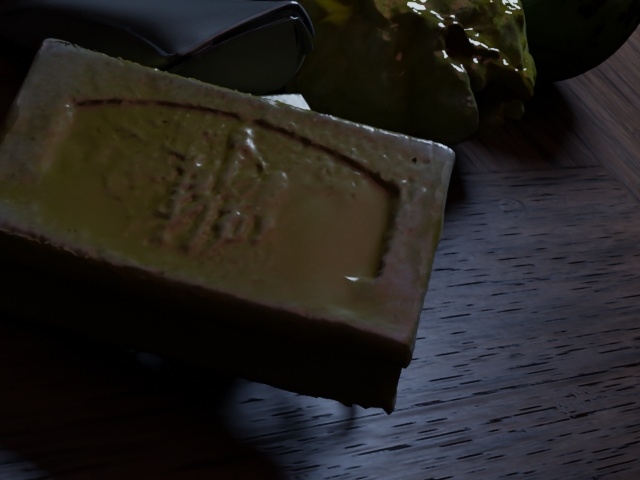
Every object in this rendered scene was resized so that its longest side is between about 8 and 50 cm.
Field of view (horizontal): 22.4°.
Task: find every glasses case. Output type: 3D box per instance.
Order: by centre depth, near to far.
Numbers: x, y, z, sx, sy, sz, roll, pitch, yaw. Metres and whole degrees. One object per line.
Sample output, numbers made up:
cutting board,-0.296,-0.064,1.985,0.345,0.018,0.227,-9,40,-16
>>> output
glasses case,-0.144,-0.156,1.294,0.128,0.083,0.308,-23,26,-35

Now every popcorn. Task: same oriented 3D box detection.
popcorn,0.083,-0.179,1.459,0.233,0.192,0.266,-5,29,-33

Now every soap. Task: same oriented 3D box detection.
soap,-0.075,-0.015,1.126,0.315,0.091,0.199,17,52,-1

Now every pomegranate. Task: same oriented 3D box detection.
pomegranate,0.231,-0.288,1.659,0.254,0.270,0.254,40,7,-6

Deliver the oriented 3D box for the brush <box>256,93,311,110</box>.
brush,0.000,0.000,1.244,0.047,0.103,0.233,-4,47,-35
